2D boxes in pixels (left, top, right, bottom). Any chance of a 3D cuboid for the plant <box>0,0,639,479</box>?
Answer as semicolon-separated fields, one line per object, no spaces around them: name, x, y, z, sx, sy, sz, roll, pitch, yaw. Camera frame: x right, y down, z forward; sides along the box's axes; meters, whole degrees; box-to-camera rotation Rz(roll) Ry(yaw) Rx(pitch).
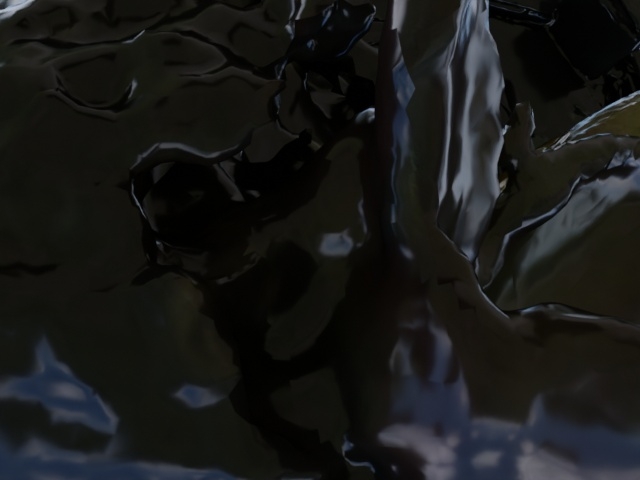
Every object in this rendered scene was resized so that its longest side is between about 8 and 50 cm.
plant;-0.022;0.016;0.424;0.178;0.234;0.204;59;-162;-19

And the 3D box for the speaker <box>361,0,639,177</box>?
speaker;0.000;0.000;0.793;0.232;0.254;0.184;8;-118;-34

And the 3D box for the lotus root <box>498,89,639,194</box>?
lotus root;0.132;-0.016;0.600;0.094;0.191;0.108;58;179;-32
